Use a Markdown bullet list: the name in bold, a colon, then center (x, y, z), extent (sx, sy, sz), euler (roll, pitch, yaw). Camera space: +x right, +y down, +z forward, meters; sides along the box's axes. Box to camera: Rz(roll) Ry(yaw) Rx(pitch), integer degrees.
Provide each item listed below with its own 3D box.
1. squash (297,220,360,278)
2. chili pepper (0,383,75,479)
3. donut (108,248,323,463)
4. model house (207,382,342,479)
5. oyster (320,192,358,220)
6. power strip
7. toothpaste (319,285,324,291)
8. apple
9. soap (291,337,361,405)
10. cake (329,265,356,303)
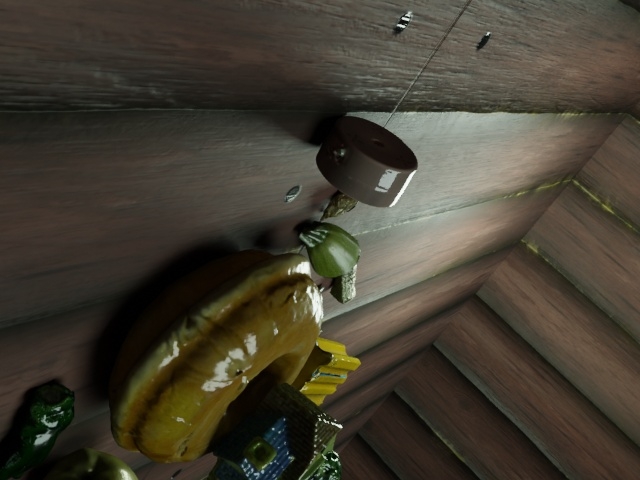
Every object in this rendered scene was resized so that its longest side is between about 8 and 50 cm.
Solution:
- **squash**: center (0.006, -0.003, 1.460), extent (0.105, 0.105, 0.132), euler (-43, 142, -6)
- **chili pepper**: center (-0.440, 0.308, 1.189), extent (0.224, 0.061, 0.098), euler (-57, 165, 25)
- **donut**: center (-0.171, 0.196, 1.310), extent (0.449, 0.198, 0.449), euler (-41, 162, -17)
- **model house**: center (-0.070, 0.363, 1.289), extent (0.214, 0.195, 0.189), euler (-37, 153, -34)
- **oyster**: center (0.036, -0.075, 1.458), extent (0.081, 0.038, 0.083), euler (-26, -162, 22)
- **power strip**: center (0.071, -0.125, 1.220), extent (0.154, 0.154, 0.078), euler (-19, 146, -52)
- **toothpaste**: center (-0.054, 0.146, 1.700), extent (0.197, 0.029, 0.048), euler (-26, 153, -51)
- **apple**: center (-0.414, 0.469, 1.379), extent (0.200, 0.200, 0.200), euler (-39, 160, -17)
- **soap**: center (-0.018, 0.367, 2.117), extent (0.204, 0.096, 0.324), euler (-46, 161, 2)
- **cake**: center (0.054, 0.080, 1.794), extent (0.051, 0.055, 0.140), euler (-30, 138, -34)
